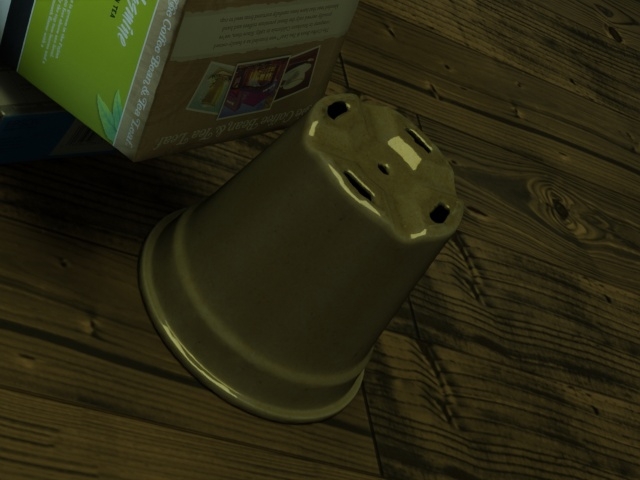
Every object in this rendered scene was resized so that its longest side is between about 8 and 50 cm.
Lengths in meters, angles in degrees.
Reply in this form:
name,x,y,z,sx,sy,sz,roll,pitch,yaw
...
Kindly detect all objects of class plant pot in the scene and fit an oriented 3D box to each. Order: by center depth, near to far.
name,x,y,z,sx,sy,sz,roll,pitch,yaw
plant pot,0.000,0.000,1.872,0.334,0.305,0.334,26,38,-22

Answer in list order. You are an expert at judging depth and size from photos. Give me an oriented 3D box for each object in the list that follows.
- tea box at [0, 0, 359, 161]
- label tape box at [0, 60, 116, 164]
name,x,y,z,sx,sy,sz,roll,pitch,yaw
tea box,-0.182,-0.281,1.814,0.323,0.220,0.329,37,31,25
label tape box,-0.402,-0.256,1.931,0.241,0.106,0.333,-11,61,-50
